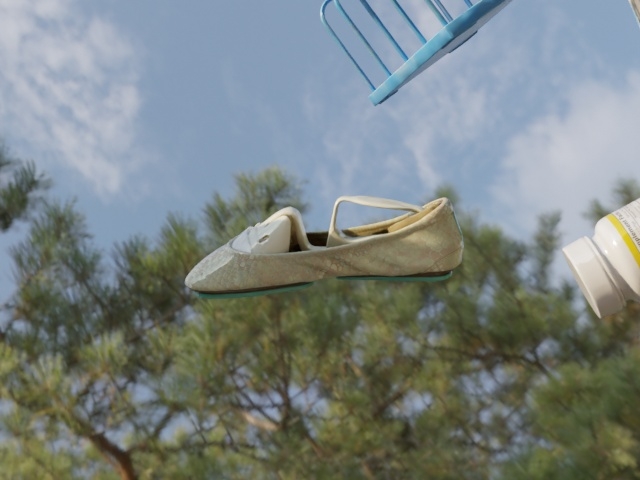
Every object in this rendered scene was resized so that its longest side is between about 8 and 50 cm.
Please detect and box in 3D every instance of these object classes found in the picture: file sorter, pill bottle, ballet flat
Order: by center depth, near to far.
[{"bbox_3d":[0.000,0.000,0.621,0.168,0.057,0.052,-5,-74,6],"label":"ballet flat"},{"bbox_3d":[0.086,-0.206,0.858,0.118,0.170,0.104,-38,-87,-20],"label":"file sorter"},{"bbox_3d":[0.409,0.004,1.265,0.208,0.119,0.119,-29,-53,8],"label":"pill bottle"}]

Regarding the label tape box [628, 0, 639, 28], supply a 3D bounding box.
[{"bbox_3d":[0.462,-0.244,0.931,0.347,0.115,0.249,-29,-6,20],"label":"label tape box"}]
